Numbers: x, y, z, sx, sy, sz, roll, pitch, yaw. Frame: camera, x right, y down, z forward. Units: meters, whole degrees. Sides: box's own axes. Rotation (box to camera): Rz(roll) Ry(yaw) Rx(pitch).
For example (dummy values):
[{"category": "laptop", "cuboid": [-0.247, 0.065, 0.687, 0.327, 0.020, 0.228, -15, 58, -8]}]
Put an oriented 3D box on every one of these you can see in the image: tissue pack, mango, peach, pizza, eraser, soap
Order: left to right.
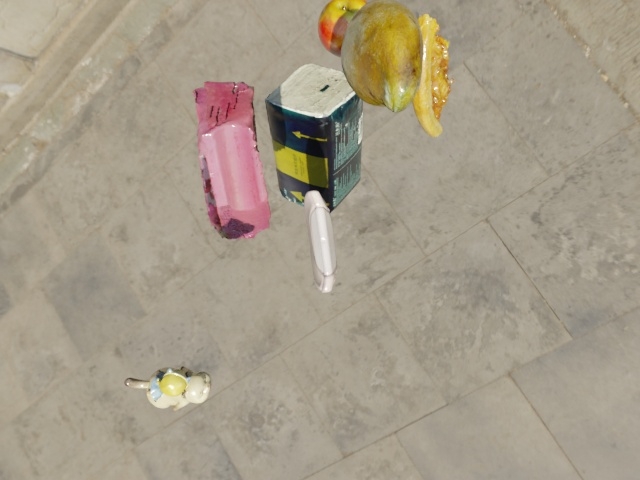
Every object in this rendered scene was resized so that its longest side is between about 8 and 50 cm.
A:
[{"category": "soap", "cuboid": [-0.161, -0.143, 0.822, 0.112, 0.182, 0.289, -9, 122, -9]}, {"category": "tissue pack", "cuboid": [-0.006, -0.329, 1.506, 0.253, 0.264, 0.416, 23, 145, 24]}, {"category": "eraser", "cuboid": [0.001, 0.000, 1.000, 0.059, 0.243, 0.204, -8, 91, -2]}, {"category": "peach", "cuboid": [0.087, -0.692, 1.467, 0.190, 0.192, 0.190, -4, 73, 12]}, {"category": "mango", "cuboid": [0.120, -0.351, 0.863, 0.146, 0.316, 0.193, 0, 129, -5]}, {"category": "pizza", "cuboid": [0.323, -0.465, 1.288, 0.074, 0.182, 0.365, 25, 141, 37]}]

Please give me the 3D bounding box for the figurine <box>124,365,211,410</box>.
[{"category": "figurine", "cuboid": [-0.161, 0.154, 0.475, 0.083, 0.050, 0.047, -15, 63, 25]}]
